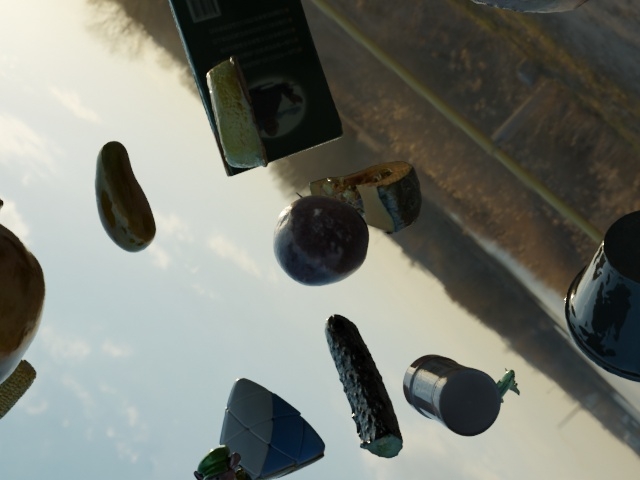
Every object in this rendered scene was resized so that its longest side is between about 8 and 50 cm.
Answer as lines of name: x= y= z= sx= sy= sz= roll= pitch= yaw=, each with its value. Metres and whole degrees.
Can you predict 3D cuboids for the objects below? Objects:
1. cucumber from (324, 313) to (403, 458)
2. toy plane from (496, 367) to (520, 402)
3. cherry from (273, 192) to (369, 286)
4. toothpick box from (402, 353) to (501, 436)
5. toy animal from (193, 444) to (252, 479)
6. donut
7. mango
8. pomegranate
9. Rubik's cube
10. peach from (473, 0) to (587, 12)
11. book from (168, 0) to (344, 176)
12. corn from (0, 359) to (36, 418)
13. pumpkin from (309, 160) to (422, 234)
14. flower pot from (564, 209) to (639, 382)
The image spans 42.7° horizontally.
cucumber: x=0.071 y=0.242 z=1.418 sx=0.081 sy=0.072 sz=0.303 roll=33 pitch=-156 yaw=-34
toy plane: x=0.409 y=0.328 z=1.836 sx=0.102 sy=0.111 sz=0.040 roll=1 pitch=-147 yaw=-24
cherry: x=0.000 y=0.000 z=1.799 sx=0.266 sy=0.213 sz=0.184 roll=-76 pitch=-13 yaw=-48
toothpick box: x=0.193 y=0.228 z=1.223 sx=0.098 sy=0.098 sz=0.149 roll=43 pitch=171 yaw=-11
toy animal: x=-0.110 y=0.422 z=1.329 sx=0.208 sy=0.100 sz=0.103 roll=37 pitch=-169 yaw=11
donut: x=-0.130 y=-0.187 z=1.243 sx=0.162 sy=0.065 sz=0.178 roll=77 pitch=177 yaw=-48
mango: x=-0.392 y=-0.083 z=1.620 sx=0.136 sy=0.099 sz=0.228 roll=-82 pitch=-18 yaw=-73
pomegranate: x=-0.667 y=0.078 z=1.373 sx=0.416 sy=0.417 sz=0.416 roll=43 pitch=-174 yaw=-5
Rubik's cube: x=-0.139 y=0.423 z=1.841 sx=0.254 sy=0.254 sz=0.254 roll=43 pitch=-174 yaw=-5
peach: x=0.325 y=-0.567 z=1.314 sx=0.406 sy=0.335 sz=0.310 roll=29 pitch=147 yaw=13
book: x=-0.121 y=-0.338 z=1.591 sx=0.043 sy=0.260 sz=0.371 roll=7 pitch=116 yaw=66
corn: x=-0.769 y=0.381 z=1.900 sx=0.091 sy=0.260 sz=0.091 roll=48 pitch=-177 yaw=10
pumpkin: x=0.121 y=-0.099 z=2.102 sx=0.190 sy=0.280 sz=0.139 roll=-95 pitch=-11 yaw=-64
flower pot: x=0.497 y=0.060 z=1.198 sx=0.269 sy=0.269 sz=0.166 roll=49 pitch=162 yaw=42
